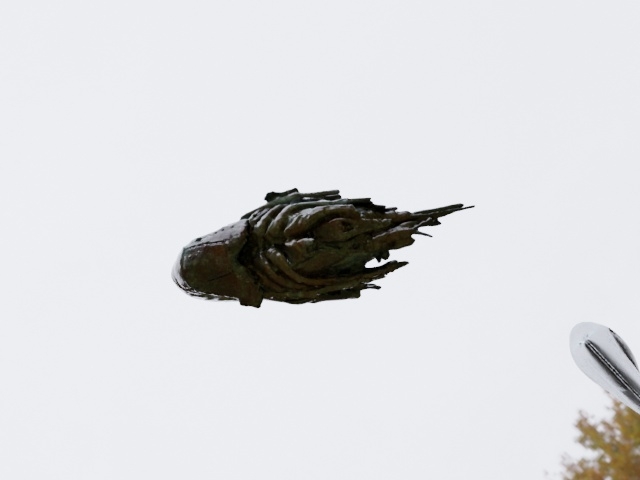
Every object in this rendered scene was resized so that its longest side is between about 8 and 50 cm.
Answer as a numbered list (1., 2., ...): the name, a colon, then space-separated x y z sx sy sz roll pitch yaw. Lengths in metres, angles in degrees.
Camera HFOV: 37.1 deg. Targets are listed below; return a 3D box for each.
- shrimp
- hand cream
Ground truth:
1. shrimp: 0.000 0.000 0.707 0.232 0.090 0.079 -15 -19 10
2. hand cream: 0.319 0.140 1.046 0.061 0.270 0.120 -42 -96 10
